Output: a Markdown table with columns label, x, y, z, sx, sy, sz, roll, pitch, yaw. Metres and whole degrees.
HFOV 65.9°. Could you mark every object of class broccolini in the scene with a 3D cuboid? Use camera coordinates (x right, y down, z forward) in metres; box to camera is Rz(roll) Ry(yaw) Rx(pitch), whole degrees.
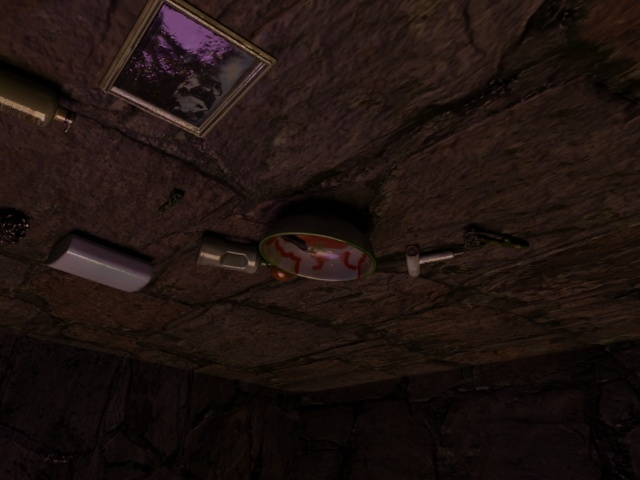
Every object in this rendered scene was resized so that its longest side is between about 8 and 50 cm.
| label | x | y | z | sx | sy | sz | roll | pitch | yaw |
| --- | --- | --- | --- | --- | --- | --- | --- | --- | --- |
| broccolini | -0.411 | -0.102 | 1.334 | 0.035 | 0.030 | 0.140 | 33 | 146 | -30 |
| broccolini | 0.497 | 0.003 | 1.409 | 0.216 | 0.067 | 0.058 | 6 | 157 | -25 |

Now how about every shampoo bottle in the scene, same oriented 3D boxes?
| label | x | y | z | sx | sy | sz | roll | pitch | yaw |
| --- | --- | --- | --- | --- | --- | --- | --- | --- | --- |
| shampoo bottle | -0.563 | -0.270 | 0.963 | 0.162 | 0.079 | 0.079 | 21 | 148 | -30 |
| shampoo bottle | -0.261 | 0.050 | 1.539 | 0.234 | 0.087 | 0.118 | 12 | 152 | -16 |

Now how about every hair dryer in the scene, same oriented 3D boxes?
| label | x | y | z | sx | sy | sz | roll | pitch | yaw |
| --- | --- | --- | --- | --- | --- | --- | --- | --- | --- |
| hair dryer | 0.361 | 0.060 | 1.540 | 0.183 | 0.044 | 0.155 | -5 | 154 | 10 |

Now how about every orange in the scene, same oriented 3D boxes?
| label | x | y | z | sx | sy | sz | roll | pitch | yaw |
| --- | --- | --- | --- | --- | --- | --- | --- | --- | --- |
| orange | -0.125 | 0.097 | 1.626 | 0.085 | 0.084 | 0.085 | 3 | 153 | 1 |

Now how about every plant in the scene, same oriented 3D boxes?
| label | x | y | z | sx | sy | sz | roll | pitch | yaw |
| --- | --- | --- | --- | --- | --- | --- | --- | --- | --- |
| plant | -0.933 | -0.042 | 1.446 | 0.143 | 0.092 | 0.094 | 8 | 145 | 4 |

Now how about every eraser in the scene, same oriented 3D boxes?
| label | x | y | z | sx | sy | sz | roll | pitch | yaw |
| --- | --- | --- | --- | --- | --- | --- | --- | --- | --- |
| eraser | -0.724 | 0.083 | 1.641 | 0.189 | 0.104 | 0.290 | -17 | 146 | 41 |

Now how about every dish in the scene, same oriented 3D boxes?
| label | x | y | z | sx | sy | sz | roll | pitch | yaw |
| --- | --- | --- | --- | --- | --- | --- | --- | --- | --- |
| dish | 0.000 | 0.000 | 1.384 | 0.325 | 0.124 | 0.324 | 9 | 155 | 4 |

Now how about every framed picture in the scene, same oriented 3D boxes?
| label | x | y | z | sx | sy | sz | roll | pitch | yaw |
| --- | --- | --- | --- | --- | --- | --- | --- | --- | --- |
| framed picture | -0.256 | -0.305 | 0.924 | 0.232 | 0.019 | 0.296 | 22 | 147 | -32 |
